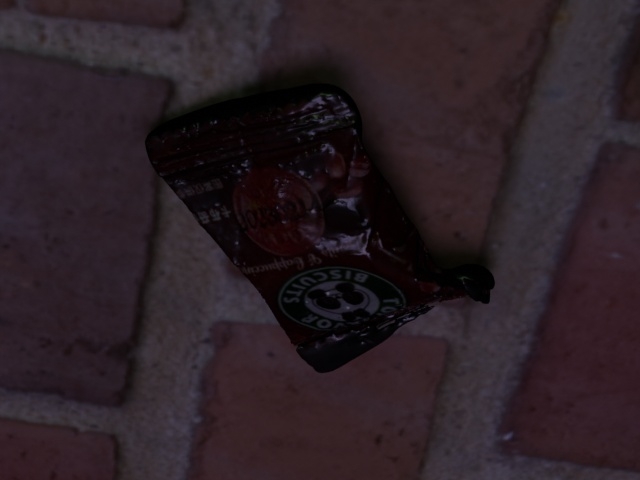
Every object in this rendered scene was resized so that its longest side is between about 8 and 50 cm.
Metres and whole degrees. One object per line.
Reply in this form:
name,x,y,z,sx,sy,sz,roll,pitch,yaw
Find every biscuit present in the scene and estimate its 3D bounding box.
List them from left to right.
biscuit,0.005,-0.003,1.089,0.151,0.063,0.235,-15,134,28
